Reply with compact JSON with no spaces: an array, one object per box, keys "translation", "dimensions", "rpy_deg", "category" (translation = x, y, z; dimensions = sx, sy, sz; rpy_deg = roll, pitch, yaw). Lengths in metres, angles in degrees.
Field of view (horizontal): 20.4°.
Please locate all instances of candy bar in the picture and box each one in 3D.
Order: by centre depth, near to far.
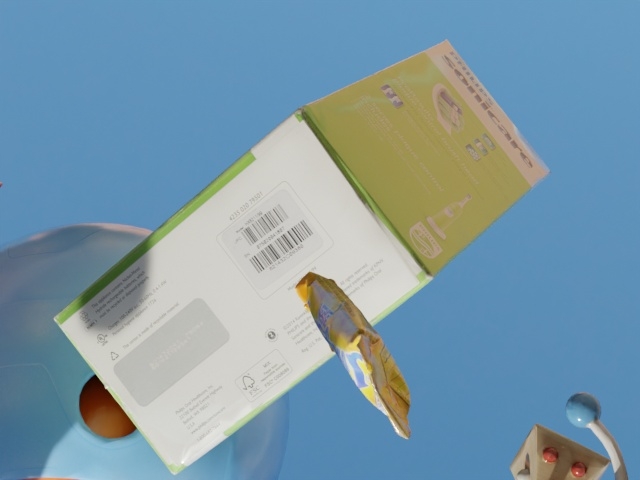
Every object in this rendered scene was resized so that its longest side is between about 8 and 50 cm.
[{"translation":[0.013,0.040,0.700],"dimensions":[0.018,0.040,0.161],"rpy_deg":[-30,-169,-3],"category":"candy bar"}]

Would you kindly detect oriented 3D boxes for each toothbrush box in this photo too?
[{"translation":[0.000,0.000,1.097],"dimensions":[0.122,0.206,0.283],"rpy_deg":[53,-155,3],"category":"toothbrush box"}]

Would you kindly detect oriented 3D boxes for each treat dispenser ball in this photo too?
[{"translation":[-0.167,0.130,1.320],"dimensions":[0.288,0.288,0.288],"rpy_deg":[7,-135,-7],"category":"treat dispenser ball"}]

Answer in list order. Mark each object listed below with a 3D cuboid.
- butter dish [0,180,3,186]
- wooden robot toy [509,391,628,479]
[{"translation":[-0.294,-0.078,1.127],"dimensions":[0.160,0.118,0.160],"rpy_deg":[-4,-173,-22],"category":"butter dish"},{"translation":[0.131,0.110,0.575],"dimensions":[0.173,0.076,0.079],"rpy_deg":[9,-135,24],"category":"wooden robot toy"}]
